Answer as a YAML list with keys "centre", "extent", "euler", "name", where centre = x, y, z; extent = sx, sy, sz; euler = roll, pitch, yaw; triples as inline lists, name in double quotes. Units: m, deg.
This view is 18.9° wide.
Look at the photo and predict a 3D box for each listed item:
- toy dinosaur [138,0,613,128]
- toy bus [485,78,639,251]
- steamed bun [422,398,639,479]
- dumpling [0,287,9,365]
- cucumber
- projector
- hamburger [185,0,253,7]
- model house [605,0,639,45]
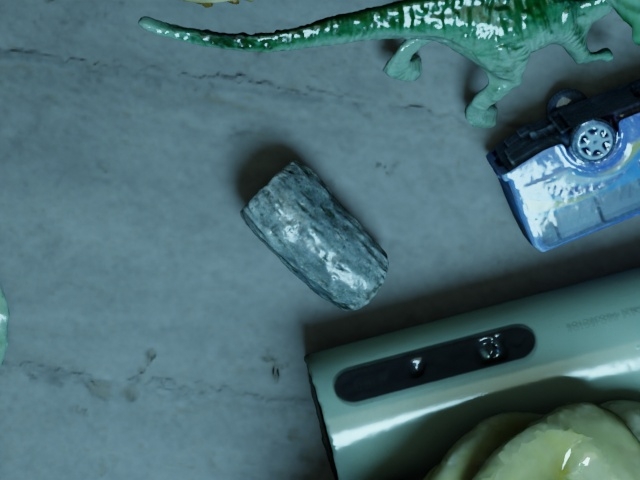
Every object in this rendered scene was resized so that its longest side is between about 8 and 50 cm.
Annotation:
- centre: [0.071, -0.125, 1.338]
  extent: [0.383, 0.076, 0.129]
  euler: [-14, 141, -12]
  name: "toy dinosaur"
- centre: [0.240, -0.074, 1.367]
  extent: [0.236, 0.079, 0.094]
  euler: [-21, 114, 0]
  name: "toy bus"
- centre: [0.139, 0.297, 1.295]
  extent: [0.325, 0.230, 0.372]
  euler: [37, 108, -23]
  name: "steamed bun"
- centre: [-0.324, 0.043, 1.349]
  extent: [0.219, 0.152, 0.108]
  euler: [24, 136, -27]
  name: "dumpling"
- centre: [-0.001, -0.002, 1.368]
  extent: [0.112, 0.064, 0.064]
  euler: [45, 93, -7]
  name: "cucumber"
- centre: [0.161, 0.089, 1.366]
  extent: [0.337, 0.108, 0.108]
  euler: [-15, 98, -1]
  name: "projector"
- centre: [-0.071, -0.313, 1.231]
  extent: [0.330, 0.250, 0.330]
  euler: [0, 92, 2]
  name: "hamburger"
- centre: [0.311, -0.291, 1.307]
  extent: [0.325, 0.194, 0.267]
  euler: [-16, 61, -33]
  name: "model house"
